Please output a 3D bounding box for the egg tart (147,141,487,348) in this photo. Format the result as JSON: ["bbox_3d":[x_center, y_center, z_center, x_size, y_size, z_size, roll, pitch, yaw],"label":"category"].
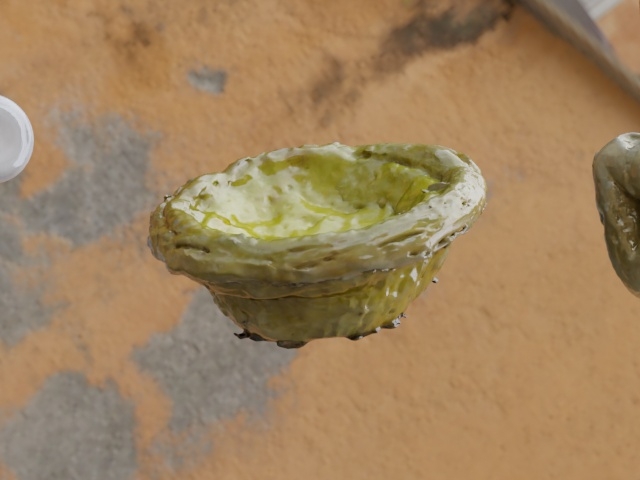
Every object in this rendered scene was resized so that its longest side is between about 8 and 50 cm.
[{"bbox_3d":[0.000,0.000,1.271,0.345,0.345,0.133,-141,-143,-61],"label":"egg tart"}]

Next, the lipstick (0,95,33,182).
[{"bbox_3d":[-0.173,-0.041,0.593,0.141,0.040,0.040,0,-51,56],"label":"lipstick"}]

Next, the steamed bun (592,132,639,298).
[{"bbox_3d":[0.363,-0.034,1.226,0.155,0.140,0.172,-26,-116,47],"label":"steamed bun"}]
